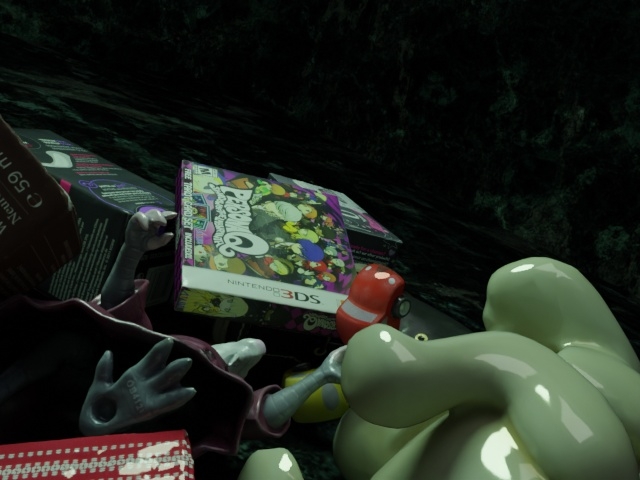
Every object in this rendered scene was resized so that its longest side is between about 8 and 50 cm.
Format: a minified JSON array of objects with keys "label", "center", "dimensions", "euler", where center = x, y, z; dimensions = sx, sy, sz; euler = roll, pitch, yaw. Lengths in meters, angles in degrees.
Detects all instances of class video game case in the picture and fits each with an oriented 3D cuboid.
[{"label":"video game case","center":[-0.064,0.007,0.912],"dimensions":[0.210,0.042,0.232],"euler":[13,36,-19]}]

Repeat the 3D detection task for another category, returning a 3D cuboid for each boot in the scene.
[{"label":"boot","center":[0.075,0.134,0.984],"dimensions":[0.284,0.138,0.377],"euler":[30,12,31]}]

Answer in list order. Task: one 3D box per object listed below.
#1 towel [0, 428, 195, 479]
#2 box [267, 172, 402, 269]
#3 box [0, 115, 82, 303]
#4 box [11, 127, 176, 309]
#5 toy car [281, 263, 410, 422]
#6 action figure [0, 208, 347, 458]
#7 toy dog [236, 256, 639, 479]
[{"label":"towel","center":[-0.148,0.185,0.341],"dimensions":[0.199,0.031,0.275],"euler":[-2,26,-11]},{"label":"box","center":[0.000,0.000,1.329],"dimensions":[0.163,0.142,0.247],"euler":[13,17,-27]},{"label":"box","center":[-0.299,-0.009,0.546],"dimensions":[0.168,0.203,0.167],"euler":[50,-18,-2]},{"label":"box","center":[-0.315,-0.028,0.982],"dimensions":[0.270,0.143,0.165],"euler":[27,14,19]},{"label":"toy car","center":[0.052,0.172,0.774],"dimensions":[0.053,0.239,0.225],"euler":[-15,60,-41]},{"label":"action figure","center":[-0.129,0.140,0.657],"dimensions":[0.248,0.276,0.370],"euler":[34,-3,11]},{"label":"toy dog","center":[0.116,0.236,0.496],"dimensions":[0.395,0.284,0.408],"euler":[55,20,7]}]
